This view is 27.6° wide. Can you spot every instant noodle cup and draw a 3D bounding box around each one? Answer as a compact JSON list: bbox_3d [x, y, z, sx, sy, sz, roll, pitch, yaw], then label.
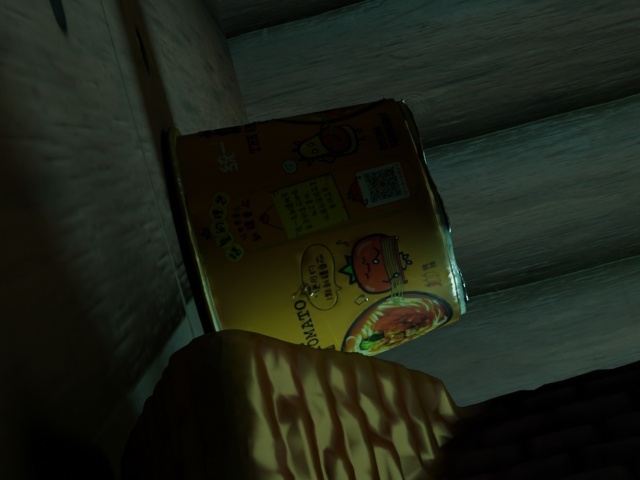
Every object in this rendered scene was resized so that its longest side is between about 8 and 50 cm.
[{"bbox_3d":[0.000,0.000,0.927,0.216,0.172,0.215,-16,90,-90],"label":"instant noodle cup"}]

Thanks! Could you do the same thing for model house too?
[{"bbox_3d":[0.062,0.143,0.404,0.237,0.237,0.202,64,17,-66],"label":"model house"}]
